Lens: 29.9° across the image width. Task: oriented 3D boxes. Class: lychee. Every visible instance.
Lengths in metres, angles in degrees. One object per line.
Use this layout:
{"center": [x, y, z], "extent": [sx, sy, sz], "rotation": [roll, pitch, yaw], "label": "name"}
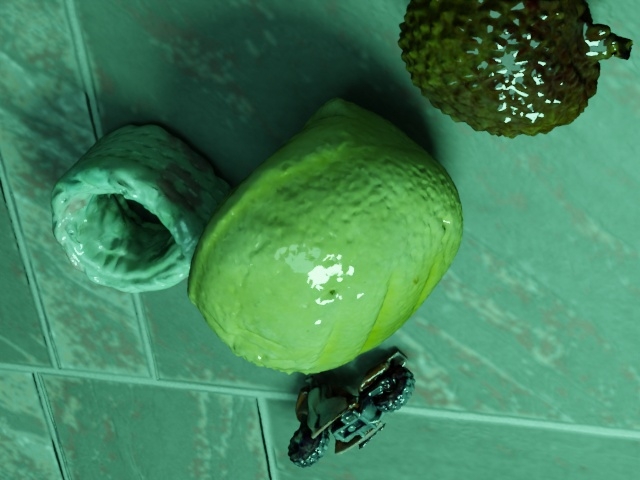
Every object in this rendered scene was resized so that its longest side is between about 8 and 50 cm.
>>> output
{"center": [0.197, -0.201, 1.214], "extent": [0.238, 0.200, 0.200], "rotation": [3, 124, 25], "label": "lychee"}

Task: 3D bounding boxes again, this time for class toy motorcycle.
{"center": [0.035, 0.216, 1.608], "extent": [0.212, 0.118, 0.084], "rotation": [-36, 123, 21], "label": "toy motorcycle"}

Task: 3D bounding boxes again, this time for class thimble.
{"center": [-0.217, -0.036, 1.491], "extent": [0.210, 0.149, 0.185], "rotation": [11, 124, 13], "label": "thimble"}

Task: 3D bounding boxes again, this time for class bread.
{"center": [0.009, 0.007, 1.348], "extent": [0.237, 0.320, 0.321], "rotation": [38, 128, 13], "label": "bread"}
